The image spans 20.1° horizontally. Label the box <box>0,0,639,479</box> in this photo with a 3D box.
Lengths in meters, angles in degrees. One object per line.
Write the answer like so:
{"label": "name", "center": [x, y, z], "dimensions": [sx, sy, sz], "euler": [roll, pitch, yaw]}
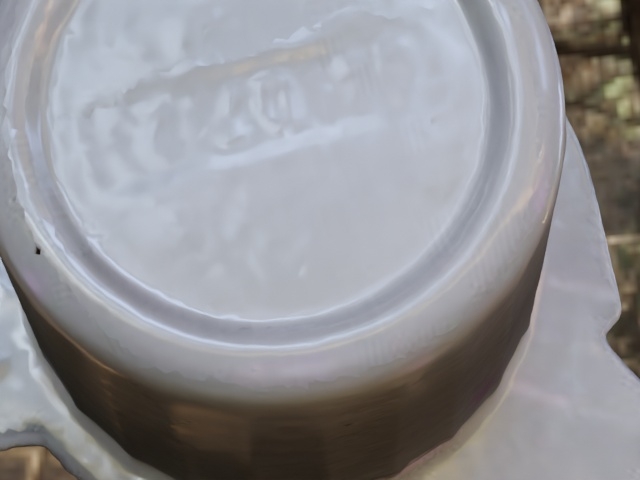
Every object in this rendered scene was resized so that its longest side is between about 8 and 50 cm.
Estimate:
{"label": "box", "center": [0.000, 0.000, 0.622], "dimensions": [0.291, 0.262, 0.206], "euler": [37, -9, 9]}
